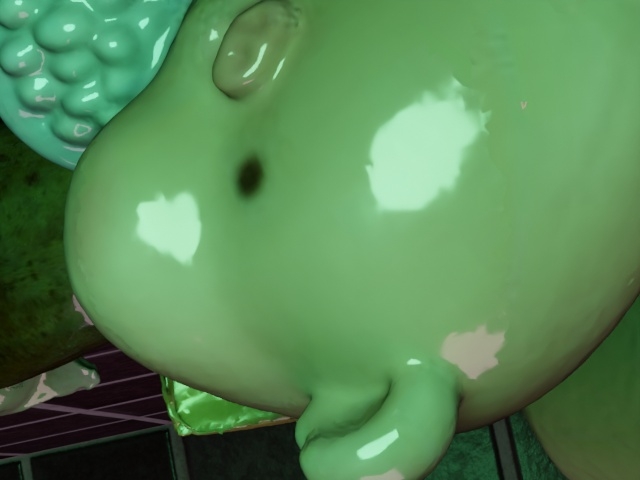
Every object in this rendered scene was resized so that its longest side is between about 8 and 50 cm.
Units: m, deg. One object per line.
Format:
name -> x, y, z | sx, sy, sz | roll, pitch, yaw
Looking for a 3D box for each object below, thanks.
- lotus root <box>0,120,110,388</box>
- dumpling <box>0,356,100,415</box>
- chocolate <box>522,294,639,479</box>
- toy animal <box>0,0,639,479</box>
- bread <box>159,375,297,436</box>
lotus root -> -0.157, 0.007, 0.743 | 0.241, 0.124, 0.123 | -21, -178, 34
dumpling -> -0.232, 0.049, 0.935 | 0.199, 0.136, 0.118 | 6, -149, 17
chocolate -> 0.308, 0.063, 1.126 | 0.326, 0.314, 0.297 | -4, 178, -27
toy animal -> 0.017, -0.029, 0.518 | 0.230, 0.210, 0.221 | 21, 176, 26
bread -> -0.038, 0.043, 0.965 | 0.163, 0.167, 0.264 | -8, 171, -10
